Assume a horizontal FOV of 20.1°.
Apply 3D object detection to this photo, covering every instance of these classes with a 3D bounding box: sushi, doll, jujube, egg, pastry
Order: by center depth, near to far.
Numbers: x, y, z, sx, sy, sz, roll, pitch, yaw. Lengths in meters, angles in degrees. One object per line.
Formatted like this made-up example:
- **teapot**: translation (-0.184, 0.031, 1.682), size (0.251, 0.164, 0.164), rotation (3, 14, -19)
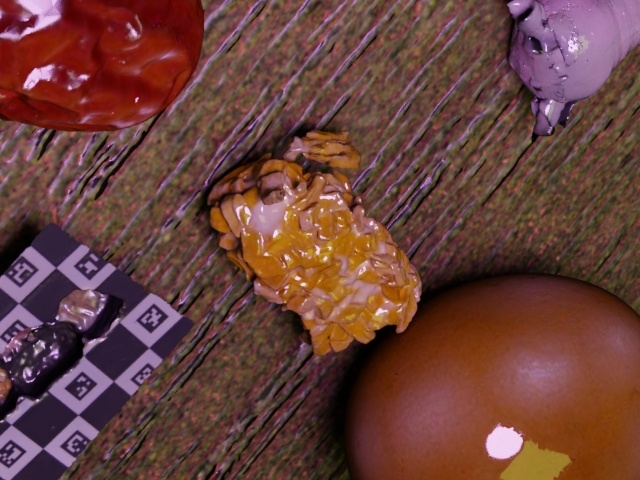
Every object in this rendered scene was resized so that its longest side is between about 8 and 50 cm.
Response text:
- **jujube**: translation (-0.206, -0.170, 1.347), size (0.250, 0.174, 0.174), rotation (17, 106, -37)
- **sushi**: translation (-0.246, 0.096, 1.559), size (0.215, 0.050, 0.192), rotation (-47, 130, 4)
- **pastry**: translation (0.000, 0.000, 1.641), size (0.154, 0.102, 0.250), rotation (-35, 135, 1)
- **doll**: translation (0.255, -0.198, 1.716), size (0.192, 0.095, 0.149), rotation (-36, 134, -17)
- **egg**: translation (0.185, 0.173, 1.760), size (0.351, 0.282, 0.283), rotation (-28, 130, -34)
